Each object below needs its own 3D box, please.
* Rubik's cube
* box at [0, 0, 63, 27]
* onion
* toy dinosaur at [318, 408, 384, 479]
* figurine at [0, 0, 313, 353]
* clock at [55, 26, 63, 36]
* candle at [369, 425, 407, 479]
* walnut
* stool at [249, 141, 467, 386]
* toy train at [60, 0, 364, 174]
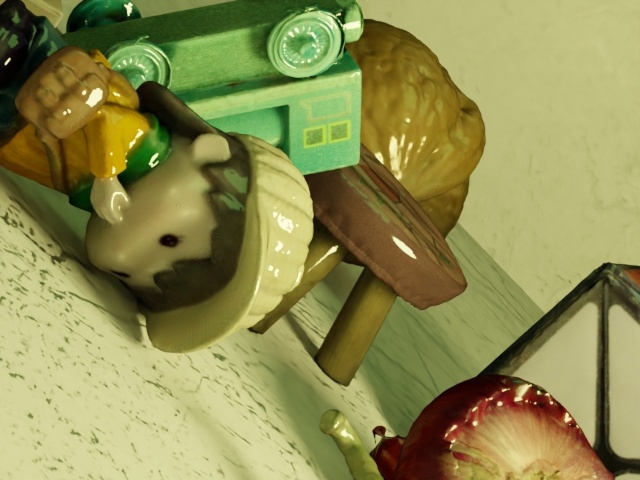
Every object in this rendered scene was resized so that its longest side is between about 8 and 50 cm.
[{"bbox_3d":[0.315,0.223,2.050,0.305,0.310,0.307,46,10,10],"label":"Rubik's cube"},{"bbox_3d":[-0.389,-0.296,1.610,0.365,0.051,0.204,31,16,-22],"label":"box"},{"bbox_3d":[0.164,0.242,1.680,0.248,0.248,0.161,48,-29,1],"label":"onion"},{"bbox_3d":[0.033,0.250,1.407,0.162,0.077,0.294,48,23,-20],"label":"toy dinosaur"},{"bbox_3d":[-0.148,-0.062,1.543,0.332,0.185,0.204,50,42,-7],"label":"figurine"},{"bbox_3d":[-0.300,-0.195,1.762,0.229,0.063,0.155,45,8,5],"label":"clock"},{"bbox_3d":[0.090,0.226,1.799,0.130,0.052,0.052,50,10,24],"label":"candle"},{"bbox_3d":[0.057,-0.116,2.354,0.333,0.333,0.333,46,10,-10],"label":"walnut"},{"bbox_3d":[0.000,0.000,1.927,0.272,0.178,0.272,45,10,-10],"label":"stool"},{"bbox_3d":[-0.102,-0.134,1.698,0.120,0.298,0.194,-121,-156,-49],"label":"toy train"}]
